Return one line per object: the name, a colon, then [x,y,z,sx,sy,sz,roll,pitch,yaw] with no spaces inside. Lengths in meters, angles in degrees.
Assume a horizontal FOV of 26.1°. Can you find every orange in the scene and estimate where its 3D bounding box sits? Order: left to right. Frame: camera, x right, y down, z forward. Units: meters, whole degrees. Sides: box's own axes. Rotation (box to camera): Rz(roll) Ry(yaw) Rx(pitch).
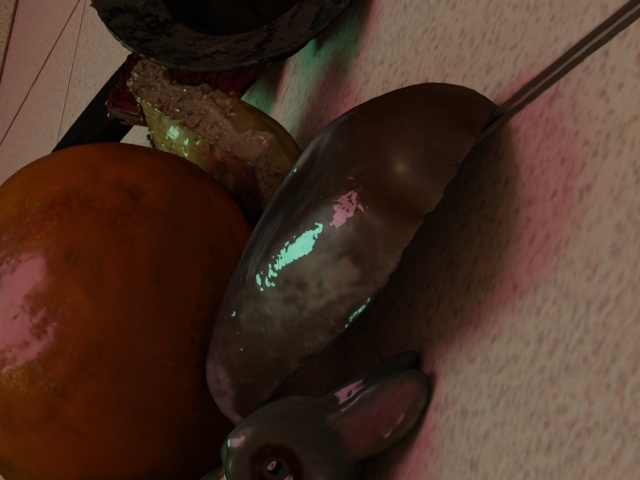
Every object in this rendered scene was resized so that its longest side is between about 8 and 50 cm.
orange: [-0.153,0.066,1.024,0.284,0.226,0.284,-5,-90,-83]

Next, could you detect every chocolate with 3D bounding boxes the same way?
chocolate: [-0.002,0.000,0.867,0.254,0.080,0.157,-51,5,47]

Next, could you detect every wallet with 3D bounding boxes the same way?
wallet: [-0.262,-0.112,1.584,0.170,0.044,0.321,-18,33,53]

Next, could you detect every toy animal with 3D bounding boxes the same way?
toy animal: [-0.031,0.154,0.873,0.138,0.108,0.236,-115,45,-61]

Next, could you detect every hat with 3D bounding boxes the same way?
hat: [-0.064,-0.224,1.174,0.128,0.265,0.265,73,-161,-61]

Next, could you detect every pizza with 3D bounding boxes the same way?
pizza: [-0.064,-0.046,1.140,0.188,0.080,0.204,30,146,45]

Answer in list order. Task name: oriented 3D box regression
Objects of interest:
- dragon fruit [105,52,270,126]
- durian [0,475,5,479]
dragon fruit: [-0.098,-0.217,1.326,0.274,0.126,0.161,-66,10,-3]
durian: [-0.217,0.242,1.209,0.256,0.204,0.340,105,156,-44]
